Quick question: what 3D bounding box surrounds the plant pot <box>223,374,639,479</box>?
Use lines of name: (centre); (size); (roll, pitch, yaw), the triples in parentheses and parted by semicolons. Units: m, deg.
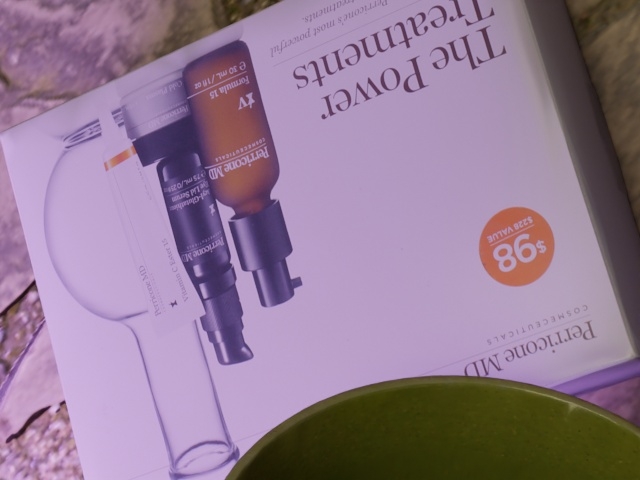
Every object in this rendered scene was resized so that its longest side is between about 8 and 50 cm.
plant pot: (0.071, 0.271, 1.037); (0.274, 0.275, 0.294); (28, 135, 28)

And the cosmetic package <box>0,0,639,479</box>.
cosmetic package: (0.000, 0.000, 1.209); (0.377, 0.097, 0.284); (-22, 77, 24)
